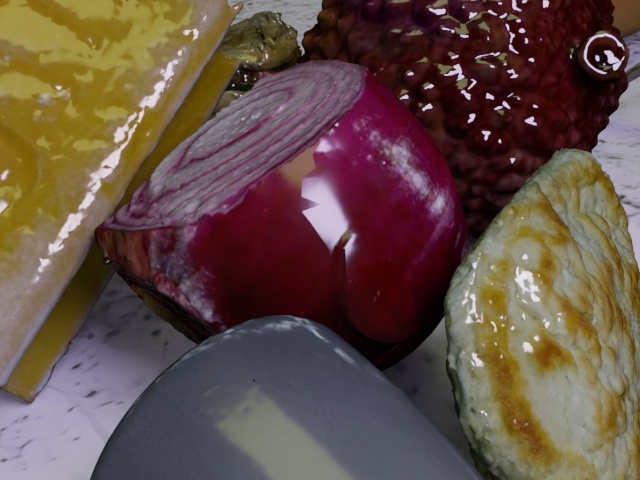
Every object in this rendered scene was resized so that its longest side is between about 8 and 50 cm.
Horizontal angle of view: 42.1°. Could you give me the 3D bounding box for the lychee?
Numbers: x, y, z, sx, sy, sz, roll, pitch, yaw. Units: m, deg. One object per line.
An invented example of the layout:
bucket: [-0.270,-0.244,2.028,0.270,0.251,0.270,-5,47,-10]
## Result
lychee: [0.126,-0.153,0.755,0.330,0.305,0.306,7,30,43]

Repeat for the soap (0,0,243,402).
soap: [-0.261,-0.090,0.620,0.294,0.156,0.335,30,75,-1]

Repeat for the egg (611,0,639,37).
egg: [0.348,-0.422,1.167,0.374,0.300,0.301,-3,31,4]

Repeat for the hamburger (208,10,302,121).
hamburger: [-0.116,-0.187,1.033,0.206,0.129,0.183,-17,26,17]

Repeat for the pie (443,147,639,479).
pie: [0.143,0.060,0.513,0.090,0.200,0.248,-14,14,36]

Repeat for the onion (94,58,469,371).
onion: [0.003,0.004,0.563,0.206,0.207,0.216,11,54,50]

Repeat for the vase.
vase: [0.052,0.176,0.345,0.173,0.173,0.321,-27,43,-33]

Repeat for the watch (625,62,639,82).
watch: [0.297,-0.243,0.957,0.102,0.164,0.268,-30,2,-34]
